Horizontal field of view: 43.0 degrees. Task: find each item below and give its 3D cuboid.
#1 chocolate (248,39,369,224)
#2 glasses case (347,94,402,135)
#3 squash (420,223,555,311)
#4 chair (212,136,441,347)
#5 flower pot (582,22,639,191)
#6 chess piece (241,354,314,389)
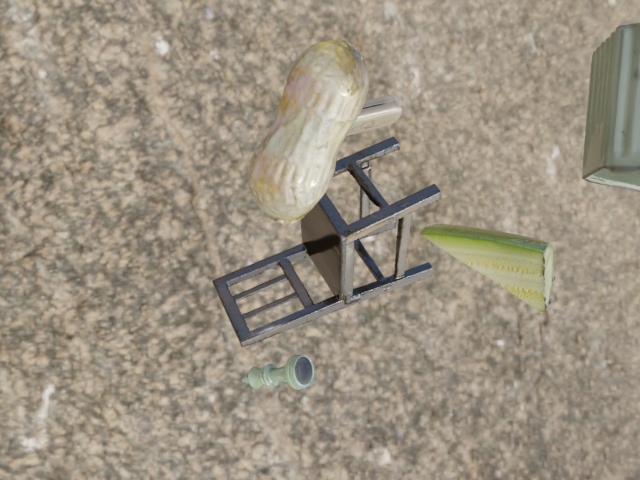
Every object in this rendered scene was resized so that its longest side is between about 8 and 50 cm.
[{"bbox_3d":[-0.024,-0.158,1.229,0.134,0.309,0.134,17,31,-11],"label":"chocolate"},{"bbox_3d":[0.099,-0.294,1.934,0.196,0.083,0.050,-16,72,-16],"label":"glasses case"},{"bbox_3d":[0.395,0.042,1.903,0.111,0.288,0.203,-58,145,-42],"label":"squash"},{"bbox_3d":[0.000,0.000,1.570,0.415,0.203,0.241,-19,139,-16],"label":"chair"},{"bbox_3d":[0.459,-0.162,1.040,0.239,0.209,0.190,39,57,-84],"label":"flower pot"},{"bbox_3d":[-0.082,0.235,1.419,0.059,0.149,0.059,18,65,-45],"label":"chess piece"}]
